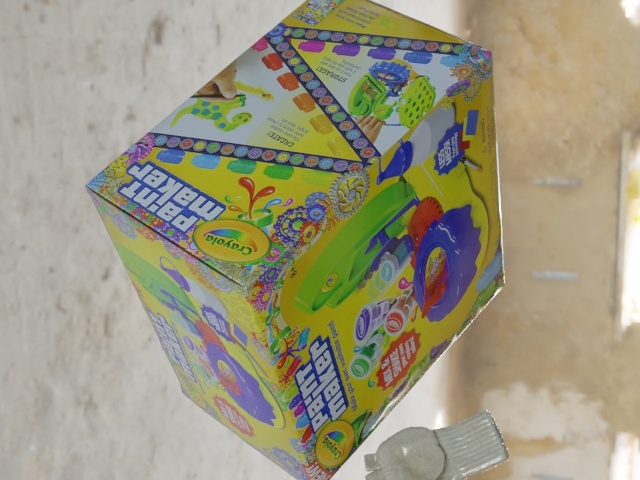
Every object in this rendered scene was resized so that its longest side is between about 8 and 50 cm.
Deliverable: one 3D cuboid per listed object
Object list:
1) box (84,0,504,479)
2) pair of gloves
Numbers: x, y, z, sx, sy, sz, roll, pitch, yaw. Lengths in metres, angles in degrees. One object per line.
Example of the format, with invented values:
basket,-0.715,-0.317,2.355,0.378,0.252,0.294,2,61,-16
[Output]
box,0.000,0.000,0.914,0.279,0.177,0.290,-44,145,-23
pair of gloves,0.157,0.354,1.415,0.042,0.204,0.240,31,44,-60
